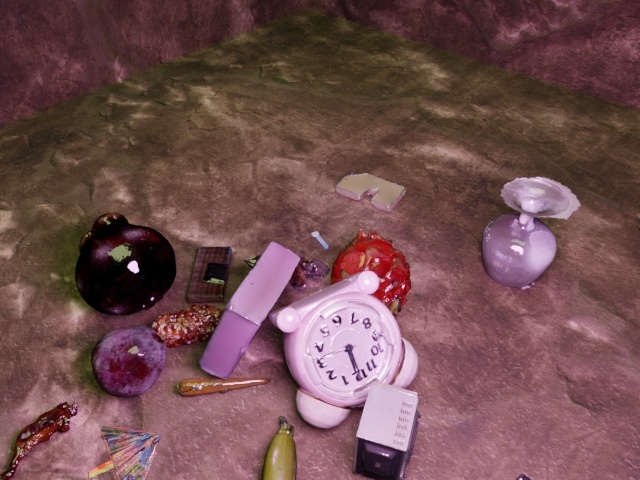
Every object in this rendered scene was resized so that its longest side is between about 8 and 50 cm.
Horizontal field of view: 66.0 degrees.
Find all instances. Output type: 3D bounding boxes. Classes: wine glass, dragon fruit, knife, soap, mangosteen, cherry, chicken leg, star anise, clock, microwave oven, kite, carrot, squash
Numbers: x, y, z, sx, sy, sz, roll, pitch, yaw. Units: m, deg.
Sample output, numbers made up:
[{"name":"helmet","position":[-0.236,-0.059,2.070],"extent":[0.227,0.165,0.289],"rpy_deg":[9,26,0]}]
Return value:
[{"name":"wine glass","position":[0.631,-0.016,1.537],"extent":[0.238,0.322,0.238],"rpy_deg":[-2,45,2]},{"name":"dragon fruit","position":[0.151,0.106,1.497],"extent":[0.245,0.244,0.298],"rpy_deg":[2,50,4]},{"name":"knife","position":[0.000,0.000,1.760],"extent":[0.027,0.010,0.096],"rpy_deg":[-23,50,-22]},{"name":"soap","position":[-0.196,0.189,1.334],"extent":[0.107,0.296,0.285],"rpy_deg":[31,41,0]},{"name":"mangosteen","position":[-0.585,0.066,1.488],"extent":[0.297,0.297,0.313],"rpy_deg":[-10,83,-9]},{"name":"cherry","position":[-0.508,0.315,1.322],"extent":[0.195,0.195,0.195],"rpy_deg":[-1,44,1]},{"name":"chicken leg","position":[-0.707,0.488,1.236],"extent":[0.089,0.048,0.219],"rpy_deg":[27,50,30]},{"name":"star anise","position":[-0.103,0.094,1.546],"extent":[0.213,0.129,0.283],"rpy_deg":[-4,1,26]},{"name":"clock","position":[0.060,0.278,1.269],"extent":[0.342,0.184,0.325],"rpy_deg":[-24,88,-11]},{"name":"microwave oven","position":[0.156,0.452,1.141],"extent":[0.129,0.205,0.163],"rpy_deg":[11,46,13]},{"name":"kite","position":[-0.474,0.535,1.208],"extent":[0.183,0.014,0.241],"rpy_deg":[-23,49,-20]},{"name":"carrot","position":[-0.261,0.390,1.337],"extent":[0.255,0.049,0.049],"rpy_deg":[-3,44,-8]},{"name":"squash","position":[-0.094,0.555,1.129],"extent":[0.087,0.087,0.331],"rpy_deg":[1,42,2]}]

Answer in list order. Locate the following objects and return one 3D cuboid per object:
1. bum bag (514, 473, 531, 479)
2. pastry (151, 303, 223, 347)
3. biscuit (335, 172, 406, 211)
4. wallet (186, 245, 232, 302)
[{"name":"bum bag","position":[0.372,0.641,0.997],"extent":[0.340,0.144,0.095],"rpy_deg":[-36,11,-32]},{"name":"pastry","position":[-0.383,0.247,1.452],"extent":[0.209,0.097,0.115],"rpy_deg":[-12,55,-13]},{"name":"biscuit","position":[0.197,-0.197,1.935],"extent":[0.250,0.046,0.147],"rpy_deg":[23,50,22]},{"name":"wallet","position":[-0.365,0.108,1.632],"extent":[0.124,0.042,0.230],"rpy_deg":[-3,42,1]}]
